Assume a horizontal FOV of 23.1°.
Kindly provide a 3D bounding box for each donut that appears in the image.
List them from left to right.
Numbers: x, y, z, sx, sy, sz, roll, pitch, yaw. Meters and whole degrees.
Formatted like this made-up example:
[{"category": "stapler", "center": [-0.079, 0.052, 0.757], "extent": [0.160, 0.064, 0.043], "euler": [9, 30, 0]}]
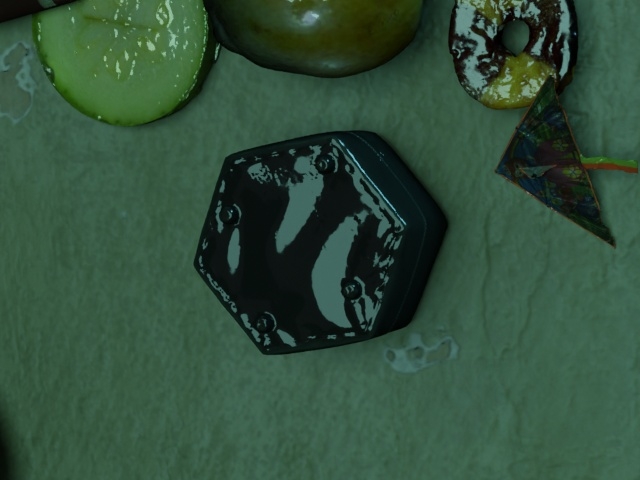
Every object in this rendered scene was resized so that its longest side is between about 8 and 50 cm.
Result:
[{"category": "donut", "center": [0.190, -0.194, 1.505], "extent": [0.140, 0.059, 0.140], "euler": [2, 96, 21]}]

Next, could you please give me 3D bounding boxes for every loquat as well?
[{"category": "loquat", "center": [-0.008, -0.248, 1.515], "extent": [0.227, 0.179, 0.179], "euler": [8, 97, 10]}]

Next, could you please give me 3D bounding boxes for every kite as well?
[{"category": "kite", "center": [0.231, -0.070, 1.496], "extent": [0.159, 0.010, 0.190], "euler": [-6, 118, 41]}]

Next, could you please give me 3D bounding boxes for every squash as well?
[{"category": "squash", "center": [-0.208, -0.228, 1.662], "extent": [0.219, 0.041, 0.219], "euler": [2, 95, 21]}]

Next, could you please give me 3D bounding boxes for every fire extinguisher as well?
[{"category": "fire extinguisher", "center": [-0.303, -0.265, 1.669], "extent": [0.173, 0.035, 0.049], "euler": [-9, 54, 30]}]

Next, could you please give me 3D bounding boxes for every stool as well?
[{"category": "stool", "center": [0.000, 0.000, 1.548], "extent": [0.232, 0.141, 0.232], "euler": [2, 95, 20]}]
